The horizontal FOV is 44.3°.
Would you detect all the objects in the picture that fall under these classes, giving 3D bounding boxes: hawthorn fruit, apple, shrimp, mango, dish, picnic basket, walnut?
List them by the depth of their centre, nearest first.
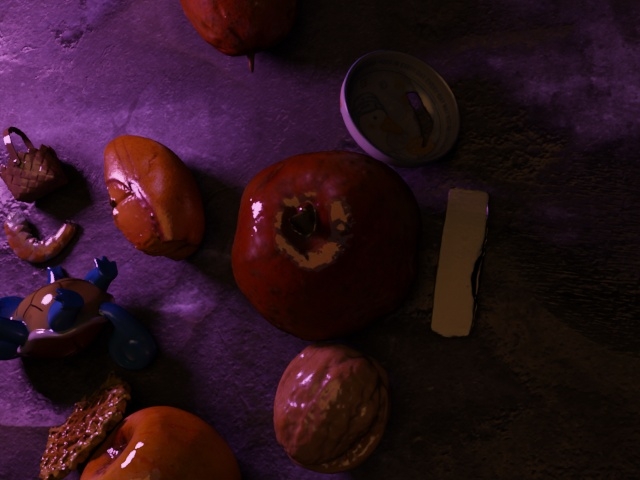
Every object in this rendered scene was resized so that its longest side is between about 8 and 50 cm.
[{"bbox_3d":[0.016,0.326,1.540,0.257,0.224,0.257,-5,75,20],"label":"walnut"},{"bbox_3d":[0.000,0.000,1.545,0.403,0.403,0.402,-3,75,12],"label":"hawthorn fruit"},{"bbox_3d":[-0.308,0.483,1.552,0.299,0.299,0.275,-46,115,-1],"label":"apple"},{"bbox_3d":[0.155,-0.264,1.711,0.274,0.134,0.273,7,68,-19],"label":"dish"},{"bbox_3d":[-0.384,-0.103,1.777,0.199,0.201,0.350,-14,59,-29],"label":"mango"},{"bbox_3d":[-0.171,-0.531,1.790,0.277,0.277,0.298,-10,93,11],"label":"hawthorn fruit"},{"bbox_3d":[-0.672,-0.030,1.886,0.166,0.049,0.161,-30,74,3],"label":"shrimp"},{"bbox_3d":[-0.706,-0.189,1.889,0.138,0.128,0.178,-29,89,2],"label":"picnic basket"}]

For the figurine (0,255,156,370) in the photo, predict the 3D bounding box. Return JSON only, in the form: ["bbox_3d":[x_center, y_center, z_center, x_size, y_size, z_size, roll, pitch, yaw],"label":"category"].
[{"bbox_3d":[-0.566,0.160,1.740,0.417,0.298,0.242,4,121,10],"label":"figurine"}]

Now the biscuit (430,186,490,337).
[{"bbox_3d":[0.294,0.046,1.644,0.099,0.038,0.322,5,78,18],"label":"biscuit"}]

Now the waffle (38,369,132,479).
[{"bbox_3d":[-0.496,0.395,1.656,0.254,0.245,0.052,-43,110,-4],"label":"waffle"}]
